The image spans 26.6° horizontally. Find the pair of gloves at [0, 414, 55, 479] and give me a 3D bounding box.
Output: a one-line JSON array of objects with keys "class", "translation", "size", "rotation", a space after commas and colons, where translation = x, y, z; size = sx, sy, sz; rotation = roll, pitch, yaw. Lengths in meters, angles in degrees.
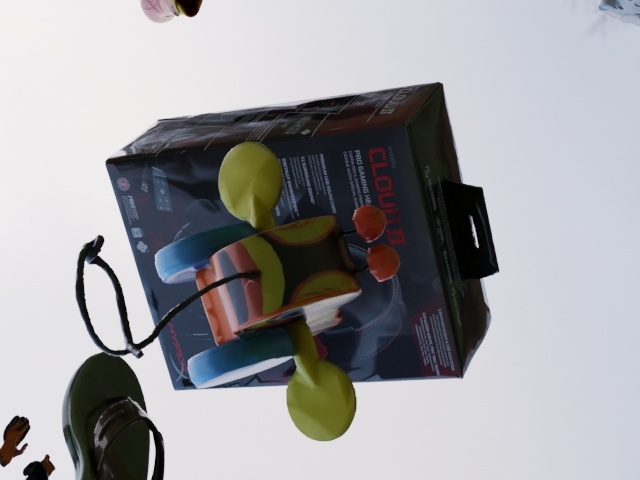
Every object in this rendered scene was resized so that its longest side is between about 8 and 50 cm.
[{"class": "pair of gloves", "translation": [-0.297, 0.220, 1.357], "size": [0.074, 0.010, 0.083], "rotation": [-68, -41, -62]}]

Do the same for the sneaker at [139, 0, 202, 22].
[{"class": "sneaker", "translation": [-0.181, -0.297, 1.669], "size": [0.064, 0.175, 0.067], "rotation": [-17, -95, -21]}]

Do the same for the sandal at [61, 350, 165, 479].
[{"class": "sandal", "translation": [-0.202, 0.234, 1.411], "size": [0.120, 0.086, 0.303], "rotation": [42, -157, -34]}]

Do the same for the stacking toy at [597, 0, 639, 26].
[{"class": "stacking toy", "translation": [0.297, -0.203, 0.901], "size": [0.221, 0.052, 0.167], "rotation": [18, -106, -12]}]

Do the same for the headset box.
[{"class": "headset box", "translation": [0.000, 0.000, 1.104], "size": [0.110, 0.293, 0.218], "rotation": [-51, -48, -58]}]

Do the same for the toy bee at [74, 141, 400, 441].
[{"class": "toy bee", "translation": [-0.021, 0.039, 0.871], "size": [0.298, 0.162, 0.195], "rotation": [-72, -37, -75]}]
